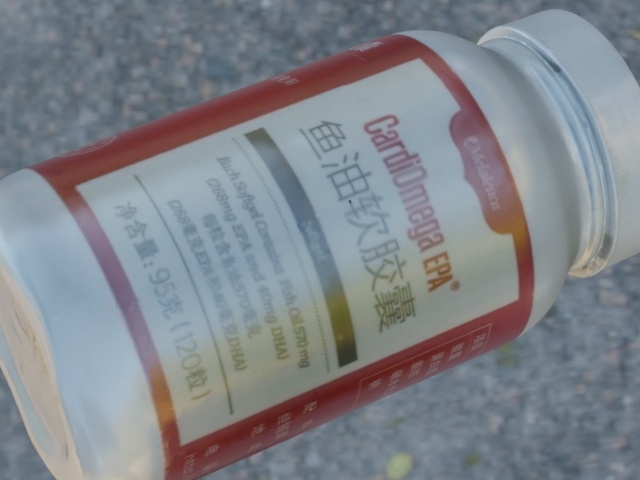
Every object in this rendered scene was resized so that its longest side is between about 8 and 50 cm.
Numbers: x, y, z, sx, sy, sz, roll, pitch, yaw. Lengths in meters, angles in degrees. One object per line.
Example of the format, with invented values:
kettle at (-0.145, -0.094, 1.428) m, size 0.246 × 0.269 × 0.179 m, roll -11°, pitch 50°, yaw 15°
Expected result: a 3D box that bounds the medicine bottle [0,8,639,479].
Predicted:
medicine bottle at (0.000, 0.000, 0.751) m, size 0.131 × 0.250 × 0.131 m, roll 54°, pitch 157°, yaw 36°
